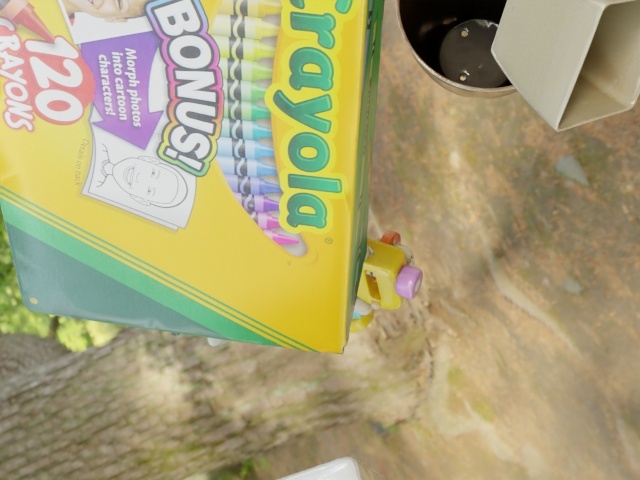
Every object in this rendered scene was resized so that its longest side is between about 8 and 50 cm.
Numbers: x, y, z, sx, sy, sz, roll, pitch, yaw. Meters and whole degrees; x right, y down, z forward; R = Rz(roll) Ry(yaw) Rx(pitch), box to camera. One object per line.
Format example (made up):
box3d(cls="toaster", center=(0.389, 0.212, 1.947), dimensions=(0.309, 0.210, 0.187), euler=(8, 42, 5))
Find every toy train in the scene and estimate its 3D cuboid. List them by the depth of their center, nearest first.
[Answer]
box3d(cls="toy train", center=(0.000, 0.000, 0.604), dimensions=(0.125, 0.046, 0.166), euler=(29, 156, -3))

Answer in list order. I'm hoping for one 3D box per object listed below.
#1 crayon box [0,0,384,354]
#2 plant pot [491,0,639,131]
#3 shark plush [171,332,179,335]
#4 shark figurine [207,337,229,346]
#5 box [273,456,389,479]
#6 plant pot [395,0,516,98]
box3d(cls="crayon box", center=(-0.057, -0.083, 0.426), dimensions=(0.081, 0.165, 0.278), euler=(-75, -10, -50))
box3d(cls="plant pot", center=(0.204, -0.166, 0.790), dimensions=(0.096, 0.109, 0.109), euler=(42, 134, 34))
box3d(cls="shark plush", center=(-0.173, 0.058, 1.242), dimensions=(0.073, 0.067, 0.161), euler=(9, 123, 24))
box3d(cls="shark figurine", center=(-0.063, -0.053, 0.943), dimensions=(0.116, 0.166, 0.278), euler=(1, 110, 60))
box3d(cls="box", center=(0.009, 0.226, 0.503), dimensions=(0.182, 0.119, 0.181), euler=(52, -160, -63))
box3d(cls="plant pot", center=(0.206, -0.264, 1.244), dimensions=(0.215, 0.215, 0.230), euler=(64, -177, 8))
